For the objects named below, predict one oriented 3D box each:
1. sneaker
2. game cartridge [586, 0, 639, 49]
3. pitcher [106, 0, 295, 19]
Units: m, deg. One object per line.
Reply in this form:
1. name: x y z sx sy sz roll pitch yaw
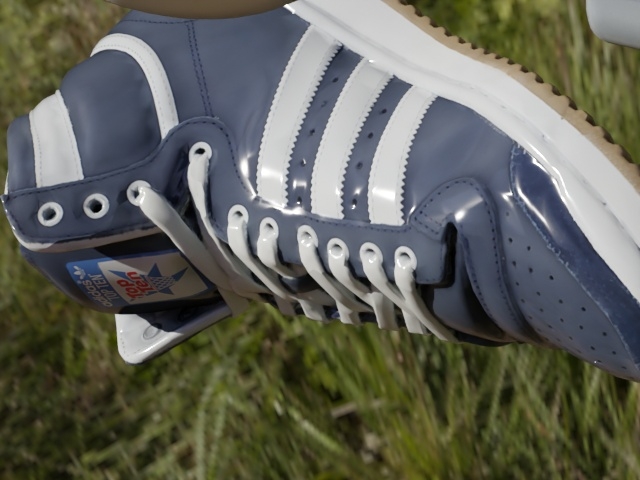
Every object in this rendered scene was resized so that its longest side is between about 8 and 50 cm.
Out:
1. sneaker: 0.000 0.000 0.642 0.153 0.099 0.282 -41 46 -8
2. game cartridge: 0.180 -0.181 0.577 0.198 0.297 0.062 20 32 37
3. pitcher: -0.033 -0.139 0.344 0.177 0.207 0.125 0 54 -18
